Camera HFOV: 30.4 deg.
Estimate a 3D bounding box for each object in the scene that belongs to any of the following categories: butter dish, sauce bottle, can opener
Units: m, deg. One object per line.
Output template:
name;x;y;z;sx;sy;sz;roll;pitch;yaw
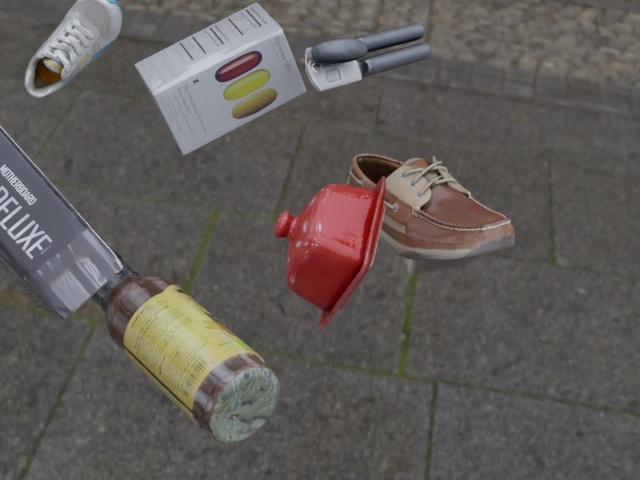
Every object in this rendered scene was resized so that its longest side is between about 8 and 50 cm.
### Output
butter dish;0.000;0.000;1.440;0.118;0.160;0.160;23;50;-9
sauce bottle;-0.190;0.114;1.455;0.111;0.111;0.344;-21;42;-34
can opener;0.086;-0.311;1.972;0.280;0.074;0.093;-21;7;-42

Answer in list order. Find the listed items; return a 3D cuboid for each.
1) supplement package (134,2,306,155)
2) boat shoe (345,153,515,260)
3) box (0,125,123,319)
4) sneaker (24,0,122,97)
supplement package;-0.172;-0.281;2.034;0.244;0.139;0.134;-29;39;-6
boat shoe;0.129;-0.051;1.573;0.123;0.116;0.324;-15;19;-33
box;-0.316;-0.040;1.146;0.076;0.242;0.307;-43;10;-14
sneaker;-0.403;-0.316;1.923;0.087;0.228;0.092;39;37;-10
